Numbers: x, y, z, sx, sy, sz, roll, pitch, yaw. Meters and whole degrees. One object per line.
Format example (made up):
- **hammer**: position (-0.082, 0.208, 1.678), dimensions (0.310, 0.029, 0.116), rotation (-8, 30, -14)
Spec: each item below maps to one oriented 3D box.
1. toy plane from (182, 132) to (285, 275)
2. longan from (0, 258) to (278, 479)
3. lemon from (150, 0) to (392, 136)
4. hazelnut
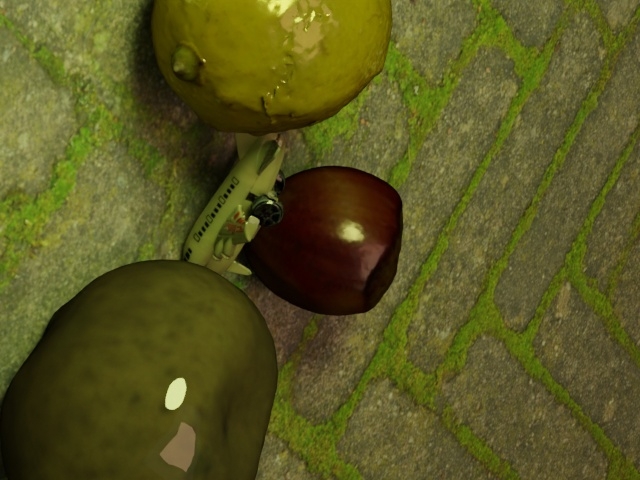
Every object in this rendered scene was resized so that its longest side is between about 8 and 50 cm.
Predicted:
- **toy plane**: position (-0.095, -0.038, 1.734), dimensions (0.092, 0.229, 0.244), rotation (16, 122, -12)
- **longan**: position (-0.193, 0.188, 1.622), dimensions (0.288, 0.288, 0.350), rotation (49, 56, -46)
- **lemon**: position (-0.048, -0.245, 1.620), dimensions (0.284, 0.260, 0.260), rotation (-2, 106, -46)
- **hazelnut**: position (0.000, 0.000, 1.842), dimensions (0.208, 0.208, 0.208), rotation (-21, 120, -42)
